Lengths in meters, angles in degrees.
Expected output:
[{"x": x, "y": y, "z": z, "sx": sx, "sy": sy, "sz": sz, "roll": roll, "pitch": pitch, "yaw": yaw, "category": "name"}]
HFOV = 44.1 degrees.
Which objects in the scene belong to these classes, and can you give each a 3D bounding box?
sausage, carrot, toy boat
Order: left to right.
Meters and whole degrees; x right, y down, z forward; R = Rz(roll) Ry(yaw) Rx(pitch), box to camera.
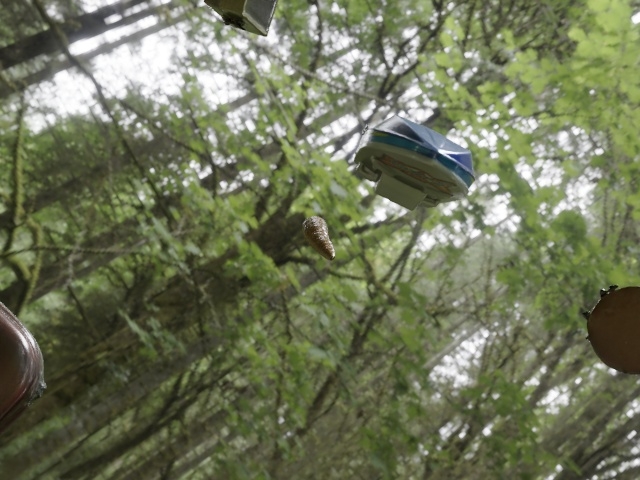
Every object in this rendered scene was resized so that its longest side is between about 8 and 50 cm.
[{"x": 0.000, "y": 0.000, "z": 1.416, "sx": 0.216, "sy": 0.048, "sz": 0.048, "roll": -118, "pitch": -176, "yaw": -71, "category": "carrot"}, {"x": 0.100, "y": -0.081, "z": 0.852, "sx": 0.129, "sy": 0.088, "sz": 0.295, "roll": 26, "pitch": 2, "yaw": -1, "category": "toy boat"}, {"x": 0.457, "y": 0.139, "z": 1.158, "sx": 0.125, "sy": 0.117, "sz": 0.317, "roll": 36, "pitch": 4, "yaw": 23, "category": "sausage"}]

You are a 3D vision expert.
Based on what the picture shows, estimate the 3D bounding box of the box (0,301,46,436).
[{"x": -0.597, "y": 0.238, "z": 1.109, "sx": 0.263, "sy": 0.404, "sz": 0.108, "roll": 44, "pitch": -23, "yaw": 0, "category": "box"}]

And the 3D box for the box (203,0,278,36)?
[{"x": -0.056, "y": -0.210, "z": 0.629, "sx": 0.035, "sy": 0.083, "sz": 0.079, "roll": 19, "pitch": 5, "yaw": 10, "category": "box"}]
